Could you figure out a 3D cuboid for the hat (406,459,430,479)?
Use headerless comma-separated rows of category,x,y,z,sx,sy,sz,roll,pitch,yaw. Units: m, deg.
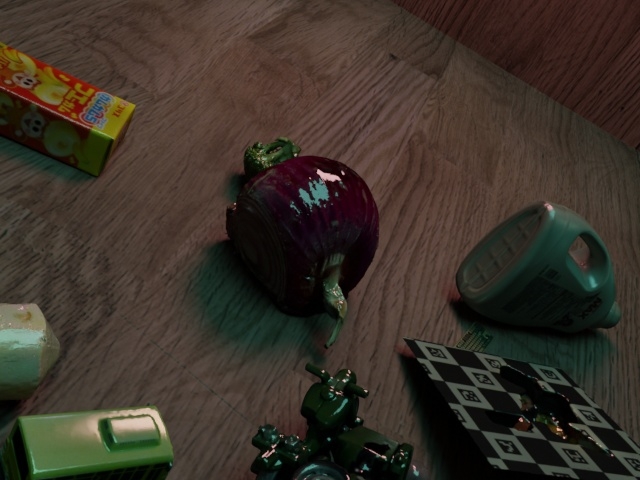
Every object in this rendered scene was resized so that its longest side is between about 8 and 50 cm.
hat,0.119,0.335,1.091,0.087,0.042,0.058,-1,44,-39

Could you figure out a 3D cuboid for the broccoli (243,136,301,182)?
broccoli,-0.088,-0.140,1.491,0.131,0.120,0.130,32,15,-50

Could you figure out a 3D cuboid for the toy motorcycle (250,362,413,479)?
toy motorcycle,0.029,0.272,0.984,0.205,0.127,0.275,20,26,24

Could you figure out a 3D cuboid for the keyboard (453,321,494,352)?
keyboard,0.282,0.191,1.441,0.049,0.015,0.129,40,33,13

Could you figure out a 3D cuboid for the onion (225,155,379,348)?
onion,-0.012,-0.025,1.304,0.272,0.230,0.256,31,31,12

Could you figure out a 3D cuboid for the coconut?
coconut,-0.367,0.129,0.911,0.122,0.116,0.116,1,43,-37

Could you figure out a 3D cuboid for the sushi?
sushi,0.331,0.297,1.263,0.359,0.064,0.343,14,19,-23

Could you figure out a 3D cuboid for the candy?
candy,-0.471,-0.228,1.327,0.276,0.088,0.146,26,32,-11

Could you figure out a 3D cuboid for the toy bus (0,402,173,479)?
toy bus,-0.253,0.240,0.864,0.175,0.101,0.088,3,42,-38

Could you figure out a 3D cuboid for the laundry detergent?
laundry detergent,0.484,0.083,1.561,0.398,0.264,0.124,24,27,-35
